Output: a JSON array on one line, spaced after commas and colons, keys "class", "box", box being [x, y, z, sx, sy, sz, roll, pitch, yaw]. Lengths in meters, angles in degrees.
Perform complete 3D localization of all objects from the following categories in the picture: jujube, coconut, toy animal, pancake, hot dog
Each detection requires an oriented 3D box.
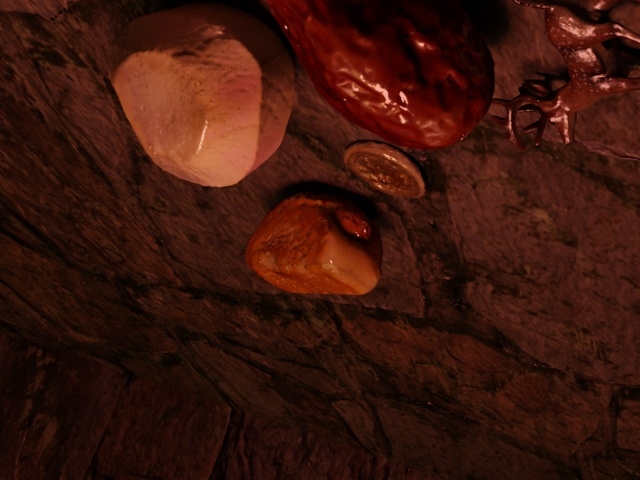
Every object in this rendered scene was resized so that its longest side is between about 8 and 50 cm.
[{"class": "jujube", "box": [0.069, -0.229, 1.545, 0.290, 0.197, 0.197, 42, 157, -4]}, {"class": "coconut", "box": [-0.155, -0.202, 1.803, 0.259, 0.259, 0.259, 21, 159, 8]}, {"class": "toy animal", "box": [0.299, -0.202, 1.534, 0.260, 0.087, 0.243, 10, 141, 37]}, {"class": "pancake", "box": [0.096, -0.105, 2.022, 0.139, 0.022, 0.139, 22, 159, 9]}, {"class": "hot dog", "box": [0.000, 0.000, 2.195, 0.150, 0.153, 0.256, 33, 159, -34]}]
